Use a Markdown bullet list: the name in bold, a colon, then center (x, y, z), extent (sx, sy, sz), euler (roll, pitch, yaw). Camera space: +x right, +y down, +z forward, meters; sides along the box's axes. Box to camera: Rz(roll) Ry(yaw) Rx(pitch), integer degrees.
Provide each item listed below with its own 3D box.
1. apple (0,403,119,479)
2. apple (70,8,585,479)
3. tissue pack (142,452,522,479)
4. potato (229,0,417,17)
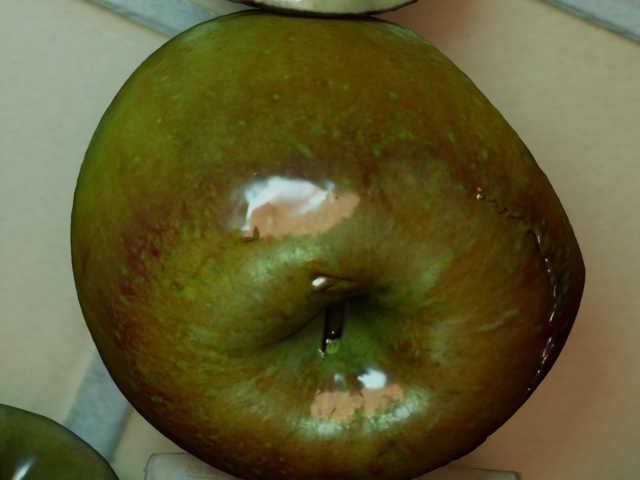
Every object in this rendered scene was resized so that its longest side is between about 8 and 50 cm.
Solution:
- **apple**: center (-0.279, 0.262, 1.339), extent (0.256, 0.257, 0.234), euler (25, 111, -2)
- **apple**: center (0.000, 0.000, 1.302), extent (0.384, 0.374, 0.374), euler (16, 90, -17)
- **tissue pack**: center (0.006, 0.275, 1.373), extent (0.305, 0.238, 0.239), euler (3, 90, -2)
- **potato**: center (0.004, -0.280, 1.318), extent (0.239, 0.299, 0.116), euler (16, 125, 4)
